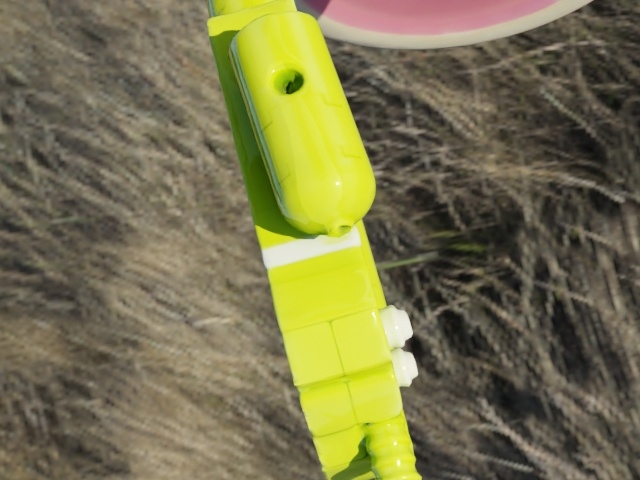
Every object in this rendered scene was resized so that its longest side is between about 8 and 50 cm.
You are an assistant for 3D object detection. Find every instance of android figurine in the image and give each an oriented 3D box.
[{"bbox_3d":[0.000,0.000,0.628,0.248,0.056,0.273,75,179,-65],"label":"android figurine"}]

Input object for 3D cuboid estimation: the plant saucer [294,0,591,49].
[{"bbox_3d":[0.078,-0.212,0.793,0.332,0.332,0.084,-32,56,49],"label":"plant saucer"}]
